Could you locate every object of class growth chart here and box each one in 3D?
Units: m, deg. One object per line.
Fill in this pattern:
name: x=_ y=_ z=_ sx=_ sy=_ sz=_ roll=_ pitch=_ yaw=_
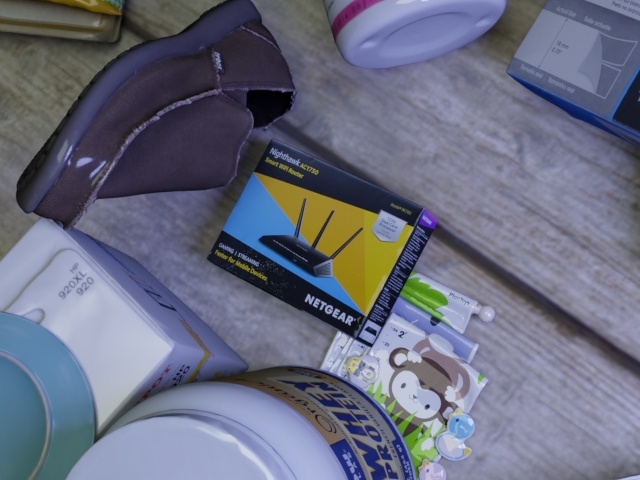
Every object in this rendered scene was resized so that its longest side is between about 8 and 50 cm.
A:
growth chart: x=0.066 y=0.139 z=1.286 sx=0.172 sy=0.021 sz=0.237 roll=20 pitch=87 yaw=15

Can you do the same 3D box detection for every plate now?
plate: x=-0.271 y=0.149 z=1.114 sx=0.188 sy=0.024 sz=0.188 roll=-1 pitch=83 yaw=10

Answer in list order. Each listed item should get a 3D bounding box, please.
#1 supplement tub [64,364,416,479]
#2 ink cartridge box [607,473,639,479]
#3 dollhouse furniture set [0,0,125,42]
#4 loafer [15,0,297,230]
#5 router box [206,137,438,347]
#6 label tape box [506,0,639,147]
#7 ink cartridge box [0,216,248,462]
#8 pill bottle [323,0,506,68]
supplement tub: x=-0.060 y=0.222 z=1.131 sx=0.228 sy=0.316 sz=0.228 roll=0 pitch=89 yaw=16
ink cartridge box: x=0.261 y=0.310 z=1.178 sx=0.158 sy=0.092 sz=0.218 roll=-14 pitch=79 yaw=9
dollhouse furniture set: x=-0.339 y=-0.313 z=1.383 sx=0.301 sy=0.151 sz=0.198 roll=7 pitch=82 yaw=13
loafer: x=-0.119 y=-0.104 z=1.224 sx=0.130 sy=0.366 sz=0.134 roll=45 pitch=131 yaw=0
router box: x=0.000 y=0.000 z=1.292 sx=0.179 sy=0.046 sz=0.133 roll=26 pitch=86 yaw=29
label tape box: x=0.333 y=-0.232 z=1.165 sx=0.334 sy=0.106 sz=0.240 roll=-60 pitch=35 yaw=6
ink cartridge box: x=-0.203 y=0.110 z=1.238 sx=0.168 sy=0.232 sz=0.171 roll=42 pitch=91 yaw=16
pill bottle: x=0.056 y=-0.317 z=1.292 sx=0.160 sy=0.160 sz=0.283 roll=-18 pitch=78 yaw=8
